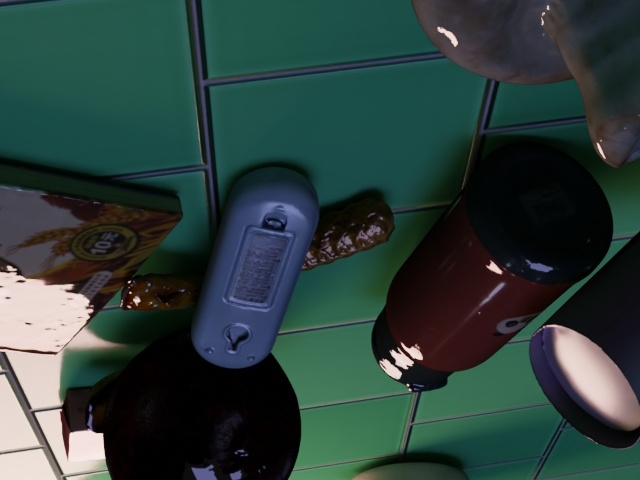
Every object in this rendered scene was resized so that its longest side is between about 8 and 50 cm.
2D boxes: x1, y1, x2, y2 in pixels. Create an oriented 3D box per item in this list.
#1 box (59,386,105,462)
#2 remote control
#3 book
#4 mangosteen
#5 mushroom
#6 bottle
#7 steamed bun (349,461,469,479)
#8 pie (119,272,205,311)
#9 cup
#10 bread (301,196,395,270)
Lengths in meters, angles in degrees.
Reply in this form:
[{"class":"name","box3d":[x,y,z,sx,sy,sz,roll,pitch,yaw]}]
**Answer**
[{"class":"box","box3d":[-0.241,0.224,1.534,0.156,0.060,0.111,-3,152,-13]},{"class":"remote control","box3d":[-0.065,0.034,1.192,0.087,0.047,0.244,9,129,-13]},{"class":"book","box3d":[-0.377,0.010,1.116,0.428,0.039,0.300,10,146,-33]},{"class":"mangosteen","box3d":[-0.147,0.202,1.392,0.228,0.228,0.265,18,176,-41]},{"class":"mushroom","box3d":[0.183,-0.164,0.801,0.243,0.244,0.243,-8,152,-5]},{"class":"bottle","box3d":[0.150,0.047,1.258,0.144,0.144,0.336,2,150,-22]},{"class":"steamed bun","box3d":[0.156,0.434,1.958,0.164,0.146,0.241,-19,151,24]},{"class":"pie","box3d":[-0.131,0.056,1.269,0.191,0.033,0.088,-1,163,-41]},{"class":"cup","box3d":[0.342,0.058,1.169,0.288,0.203,0.203,-34,161,-25]},{"class":"bread","box3d":[0.000,0.000,1.223,0.157,0.044,0.052,-20,136,17]}]
